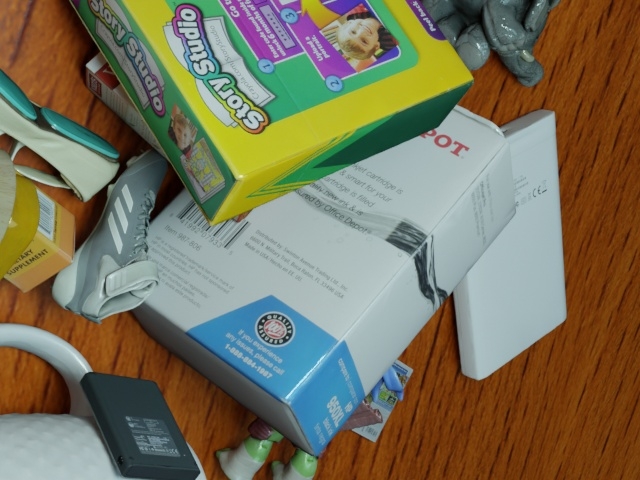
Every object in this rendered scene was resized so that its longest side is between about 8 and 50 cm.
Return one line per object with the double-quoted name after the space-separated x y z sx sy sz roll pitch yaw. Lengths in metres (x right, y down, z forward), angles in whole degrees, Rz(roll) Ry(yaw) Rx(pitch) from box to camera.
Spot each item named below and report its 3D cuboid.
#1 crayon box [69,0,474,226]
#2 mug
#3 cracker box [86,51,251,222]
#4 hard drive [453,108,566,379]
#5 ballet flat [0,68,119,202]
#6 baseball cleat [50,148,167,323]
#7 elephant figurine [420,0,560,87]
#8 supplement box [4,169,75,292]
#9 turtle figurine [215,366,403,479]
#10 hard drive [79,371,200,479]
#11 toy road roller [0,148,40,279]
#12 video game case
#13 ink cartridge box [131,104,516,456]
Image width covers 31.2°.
-0.067 -0.236 1.200 0.313 0.106 0.363 -25 75 -30 "crayon box"
-0.323 0.270 1.207 0.328 0.276 0.374 14 64 -40 "mug"
-0.121 -0.155 1.260 0.232 0.067 0.156 41 72 2 "cracker box"
0.284 0.005 1.738 0.233 0.047 0.353 -28 120 -37 "hard drive"
-0.315 -0.116 1.194 0.248 0.086 0.086 38 79 -42 "ballet flat"
-0.203 -0.001 1.251 0.206 0.109 0.072 -60 162 -16 "baseball cleat"
0.254 -0.319 1.572 0.239 0.186 0.169 -14 70 -47 "elephant figurine"
-0.354 -0.046 1.161 0.078 0.080 0.233 -30 130 19 "supplement box"
-0.026 0.187 1.513 0.266 0.274 0.197 -57 157 15 "turtle figurine"
-0.190 0.196 1.209 0.094 0.135 0.022 16 119 -43 "hard drive"
-0.397 0.072 1.020 0.202 0.241 0.329 18 124 -42 "toy road roller"
0.080 0.226 1.673 0.087 0.011 0.122 35 81 -40 "video game case"
0.000 0.000 1.331 0.395 0.285 0.166 -48 150 -18 "ink cartridge box"
